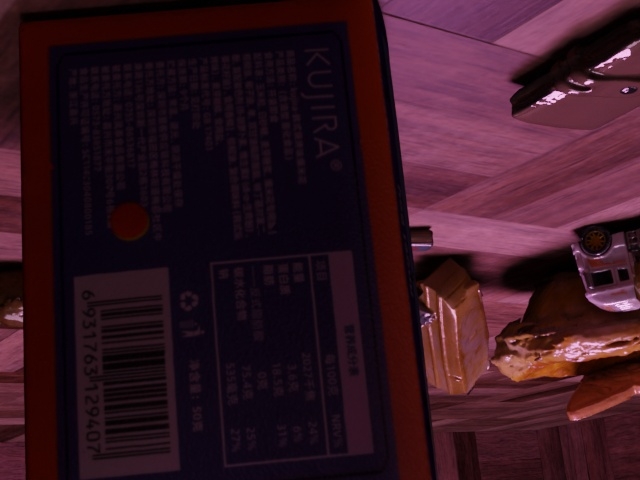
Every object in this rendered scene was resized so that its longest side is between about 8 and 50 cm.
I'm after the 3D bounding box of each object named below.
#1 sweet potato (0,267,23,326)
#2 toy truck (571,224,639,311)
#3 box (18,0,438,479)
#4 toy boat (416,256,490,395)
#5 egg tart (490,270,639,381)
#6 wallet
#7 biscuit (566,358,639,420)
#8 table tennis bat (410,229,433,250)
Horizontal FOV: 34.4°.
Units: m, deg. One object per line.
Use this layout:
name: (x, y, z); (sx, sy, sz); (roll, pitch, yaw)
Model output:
sweet potato: (-0.282, 0.068, 1.263); (0.273, 0.075, 0.075); (-1, 163, -24)
toy truck: (0.434, 0.027, 1.280); (0.227, 0.114, 0.098); (-13, 162, 24)
box: (-0.059, 0.048, 0.775); (0.257, 0.348, 0.318); (-6, 162, 0)
toy boat: (0.174, 0.126, 1.485); (0.089, 0.115, 0.310); (-45, 147, -17)
egg tart: (0.412, 0.112, 1.486); (0.352, 0.150, 0.352); (-8, 170, -1)
wallet: (0.235, -0.128, 0.825); (0.118, 0.038, 0.153); (2, 163, -31)
biscuit: (0.465, 0.209, 1.586); (0.250, 0.035, 0.162); (-28, -174, -30)
table tennis bat: (0.000, 0.000, 1.211); (0.274, 0.021, 0.154); (0, 164, -14)
